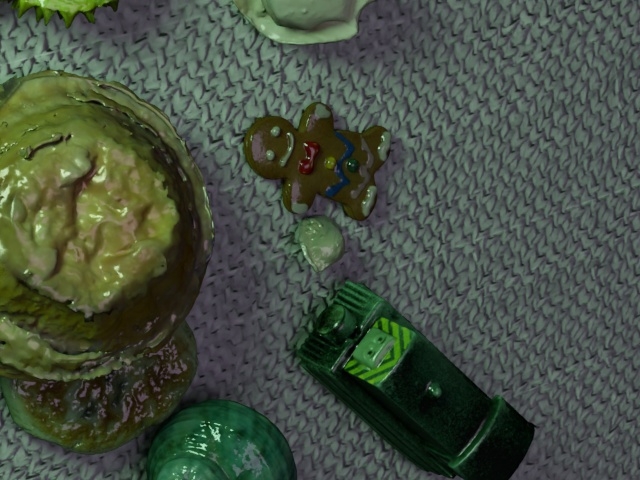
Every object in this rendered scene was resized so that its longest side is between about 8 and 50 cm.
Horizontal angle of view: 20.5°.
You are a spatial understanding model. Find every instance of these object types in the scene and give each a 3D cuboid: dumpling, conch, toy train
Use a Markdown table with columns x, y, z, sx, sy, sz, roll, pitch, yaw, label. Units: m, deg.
| x | y | z | sx | sy | sz | roll | pitch | yaw | label |
| --- | --- | --- | --- | --- | --- | --- | --- | --- | --- |
| 0.002 | 0.000 | 2.150 | 0.076 | 0.052 | 0.057 | -43 | 123 | -19 | dumpling |
| -0.120 | 0.284 | 2.092 | 0.202 | 0.134 | 0.196 | -4 | 103 | -34 | conch |
| -0.027 | -0.289 | 2.023 | 0.199 | 0.118 | 0.136 | 19 | 108 | -9 | dumpling |
| 0.128 | 0.190 | 2.211 | 0.330 | 0.178 | 0.138 | 43 | 78 | -35 | toy train |

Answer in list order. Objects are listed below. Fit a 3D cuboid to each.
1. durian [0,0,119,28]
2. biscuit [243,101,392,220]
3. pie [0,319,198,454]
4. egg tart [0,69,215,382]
| x | y | z | sx | sy | sz | roll | pitch | yaw | label |
| --- | --- | --- | --- | --- | --- | --- | --- | --- | --- |
| -0.272 | -0.294 | 1.856 | 0.375 | 0.107 | 0.132 | -24 | 115 | -32 | durian |
| -0.004 | -0.096 | 2.133 | 0.205 | 0.031 | 0.138 | 17 | 90 | -34 | biscuit |
| -0.251 | 0.134 | 2.009 | 0.241 | 0.054 | 0.240 | -10 | 110 | -29 | pie |
| -0.265 | -0.017 | 1.874 | 0.352 | 0.150 | 0.352 | 2 | 86 | -24 | egg tart |
